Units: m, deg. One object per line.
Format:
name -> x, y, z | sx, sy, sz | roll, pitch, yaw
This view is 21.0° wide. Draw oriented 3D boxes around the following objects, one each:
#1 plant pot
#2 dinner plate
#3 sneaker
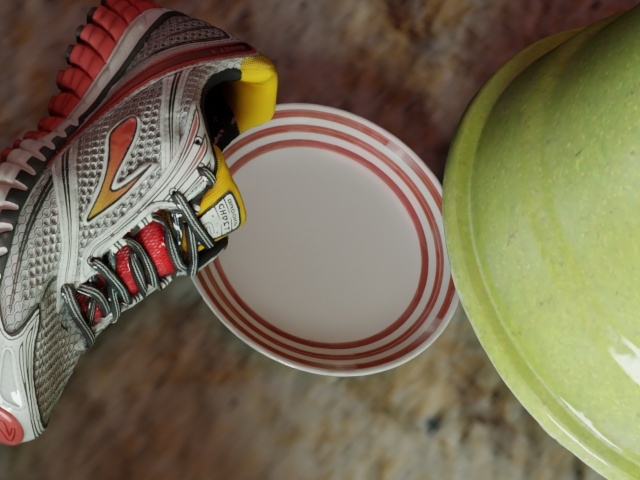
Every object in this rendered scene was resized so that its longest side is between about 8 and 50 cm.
plant pot -> 0.233, -0.043, 0.763 | 0.276, 0.254, 0.276 | 11, 60, -20
dinner plate -> 0.000, 0.000, 0.801 | 0.141, 0.017, 0.141 | 9, 59, -16
sneaker -> -0.083, -0.014, 0.721 | 0.092, 0.088, 0.225 | 16, 57, 11
